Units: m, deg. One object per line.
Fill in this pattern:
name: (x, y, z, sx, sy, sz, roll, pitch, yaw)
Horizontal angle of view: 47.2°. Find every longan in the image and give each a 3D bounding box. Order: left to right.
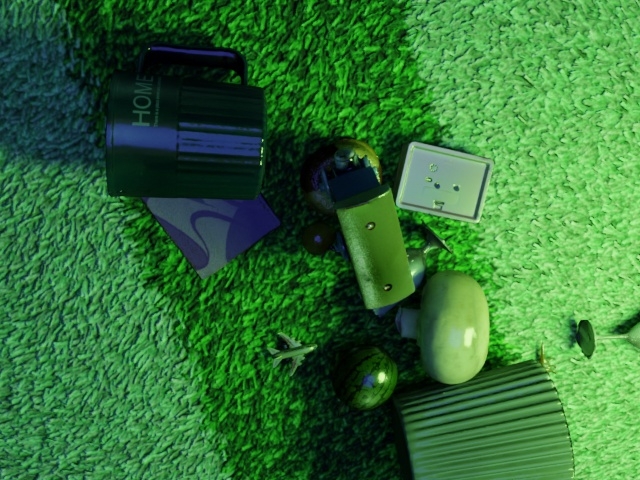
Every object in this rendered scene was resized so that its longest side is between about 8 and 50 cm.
longan: (0.000, 0.000, 1.584, 0.083, 0.075, 0.075, 41, 91, -3)

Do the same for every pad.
pad: (-0.260, -0.106, 1.565, 0.220, 0.004, 0.330, -36, 102, -1)

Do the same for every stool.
stool: (0.337, 0.430, 1.597, 0.329, 0.297, 0.298, -9, 100, -2)

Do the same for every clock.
clock: (0.264, -0.126, 1.607, 0.197, 0.063, 0.150, 11, 97, -9)

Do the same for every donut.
donut: (0.050, -0.131, 1.573, 0.183, 0.073, 0.166, -11, 103, -5)

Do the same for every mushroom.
mushroom: (0.262, 0.181, 1.575, 0.202, 0.246, 0.246, 8, 98, 13)

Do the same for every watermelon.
watermelon: (0.087, 0.318, 1.612, 0.140, 0.141, 0.187, 30, 100, -11)

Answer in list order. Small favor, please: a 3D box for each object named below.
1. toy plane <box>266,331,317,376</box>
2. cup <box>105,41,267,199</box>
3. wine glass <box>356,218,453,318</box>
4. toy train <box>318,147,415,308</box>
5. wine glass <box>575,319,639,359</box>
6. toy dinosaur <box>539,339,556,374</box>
toy plane: (-0.061, 0.247, 1.629, 0.111, 0.040, 0.103, -16, 102, -6)
cup: (-0.259, -0.218, 1.452, 0.291, 0.308, 0.242, 3, 130, -9)
wine glass: (0.180, 0.064, 1.606, 0.222, 0.103, 0.103, -44, 102, 2)
toy train: (0.085, -0.024, 1.460, 0.131, 0.202, 0.300, -19, 128, 0)
wine glass: (0.699, 0.226, 1.700, 0.182, 0.122, 0.122, -4, 99, -5)
toy dinosaur: (0.535, 0.288, 1.725, 0.041, 0.026, 0.113, 2, 108, 8)
